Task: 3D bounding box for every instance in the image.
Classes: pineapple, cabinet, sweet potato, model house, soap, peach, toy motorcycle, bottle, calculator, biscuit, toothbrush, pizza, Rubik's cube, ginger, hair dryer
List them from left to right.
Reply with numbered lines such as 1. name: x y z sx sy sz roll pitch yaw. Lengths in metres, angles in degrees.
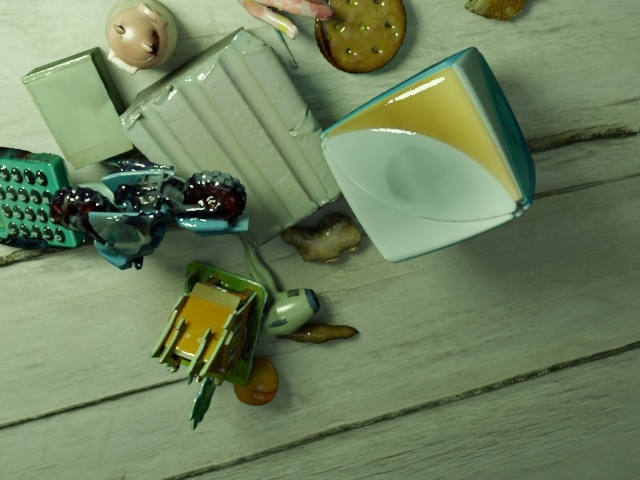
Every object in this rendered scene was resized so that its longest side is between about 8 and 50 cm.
1. calculator: -0.668 -0.087 1.246 0.273 0.058 0.249 8 128 8
2. cabinet: -0.513 -0.286 1.215 0.150 0.145 0.206 -21 118 -5
3. pineapple: -0.462 -0.185 1.348 0.083 0.019 0.045 -21 112 -3
4. bottle: -0.366 -0.416 1.139 0.147 0.236 0.148 -5 115 -12
5. toy motorcycle: -0.344 -0.046 1.180 0.415 0.172 0.232 -7 141 8
6. model house: -0.321 0.283 1.413 0.242 0.313 0.358 20 113 12
7. soap: -0.176 -0.223 1.291 0.350 0.213 0.435 -35 118 4
8. hair dryer: -0.194 0.177 1.559 0.298 0.119 0.296 43 103 -11
9. peach: -0.185 0.415 1.640 0.138 0.138 0.138 -6 116 -12
10. toothbrush: -0.099 -0.478 1.305 0.014 0.011 0.167 -27 119 6
11. sweet potato: -0.002 0.275 1.659 0.273 0.067 0.067 3 114 -21
12. ginger: 0.002 0.004 1.525 0.213 0.074 0.138 -15 108 -12
13. biscuit: 0.095 -0.500 1.313 0.220 0.066 0.221 -5 116 -11
14. Rubik's cube: 0.252 -0.192 1.253 0.351 0.351 0.348 -24 101 28
15. pizza: 0.447 -0.610 1.355 0.226 0.069 0.147 -43 139 11

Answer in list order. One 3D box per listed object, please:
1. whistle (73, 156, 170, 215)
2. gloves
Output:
1. whistle: -0.440 -0.093 1.303 0.273 0.093 0.186 1 109 -47
2. gloves: -0.085 -0.537 1.198 0.241 0.126 0.145 24 81 8
